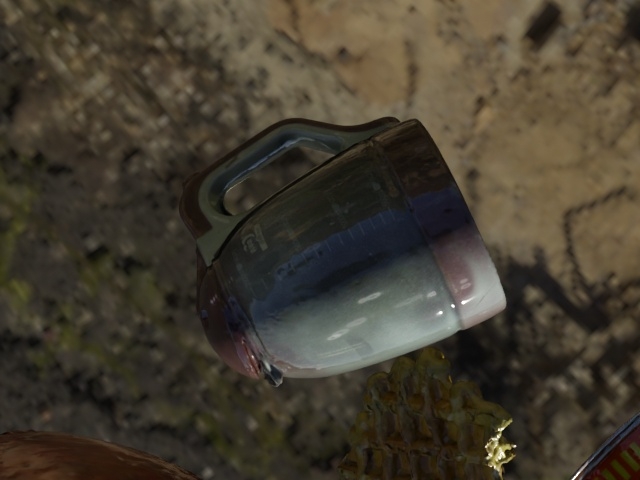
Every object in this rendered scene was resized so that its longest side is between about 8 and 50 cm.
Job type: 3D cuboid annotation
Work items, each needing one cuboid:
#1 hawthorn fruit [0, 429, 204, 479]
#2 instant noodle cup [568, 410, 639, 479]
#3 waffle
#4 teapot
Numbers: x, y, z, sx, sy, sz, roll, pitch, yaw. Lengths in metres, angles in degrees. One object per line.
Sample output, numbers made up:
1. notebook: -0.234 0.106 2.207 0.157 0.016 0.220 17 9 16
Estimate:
1. hawthorn fruit: -0.136 0.201 0.909 0.276 0.307 0.276 -23 135 -25
2. instant noodle cup: 0.273 0.202 1.238 0.193 0.212 0.193 -34 158 -16
3. waffle: 0.121 0.244 1.924 0.051 0.291 0.291 -20 130 -39
4. teapot: 0.000 0.000 2.175 0.312 0.315 0.233 -25 151 -1
